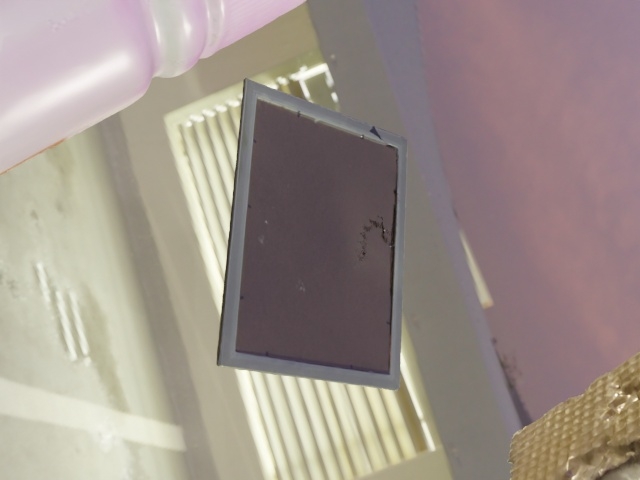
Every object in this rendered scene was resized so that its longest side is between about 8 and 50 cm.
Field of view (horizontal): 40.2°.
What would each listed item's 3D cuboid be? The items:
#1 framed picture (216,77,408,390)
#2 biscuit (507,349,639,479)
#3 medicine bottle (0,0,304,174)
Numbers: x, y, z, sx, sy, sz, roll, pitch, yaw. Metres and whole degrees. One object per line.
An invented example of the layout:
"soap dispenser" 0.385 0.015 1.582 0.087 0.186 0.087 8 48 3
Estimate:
"framed picture" 0.000 0.000 0.850 0.216 0.016 0.273 15 72 -35
"biscuit" 0.196 0.109 0.502 0.062 0.239 0.108 44 31 -2
"medicine bottle" -0.173 -0.137 0.421 0.202 0.316 0.202 51 -18 23
